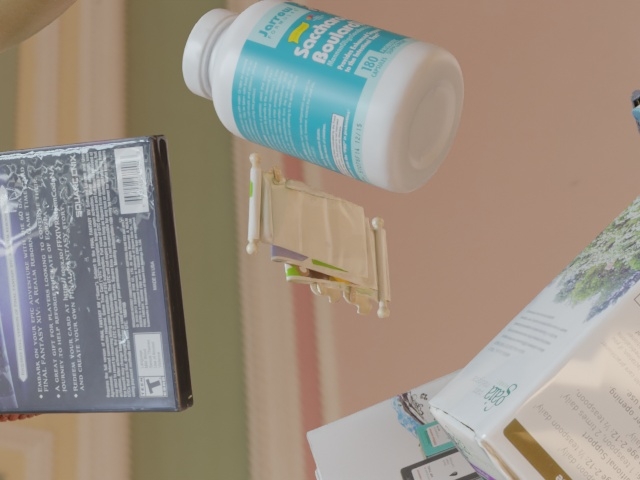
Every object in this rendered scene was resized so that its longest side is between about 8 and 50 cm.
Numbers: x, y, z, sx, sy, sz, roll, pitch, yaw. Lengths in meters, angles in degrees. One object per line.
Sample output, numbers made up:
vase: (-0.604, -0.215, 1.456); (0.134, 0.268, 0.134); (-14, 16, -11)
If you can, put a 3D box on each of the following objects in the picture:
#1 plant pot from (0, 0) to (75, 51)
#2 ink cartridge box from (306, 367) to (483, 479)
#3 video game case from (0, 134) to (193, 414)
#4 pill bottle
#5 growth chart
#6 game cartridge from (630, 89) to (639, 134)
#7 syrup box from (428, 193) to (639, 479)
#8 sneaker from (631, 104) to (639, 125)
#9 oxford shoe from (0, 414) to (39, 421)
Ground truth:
plant pot: (-0.368, -0.338, 1.757); (0.256, 0.274, 0.256); (-1, -88, -40)
ink cartridge box: (0.156, 0.278, 1.644); (0.198, 0.270, 0.197); (63, -174, -51)
video game case: (-0.226, 0.031, 1.135); (0.026, 0.274, 0.196); (-12, -83, -63)
pill bottle: (-0.004, -0.150, 1.496); (0.264, 0.146, 0.146); (21, -149, 27)
growth chart: (0.000, 0.000, 1.984); (0.237, 0.021, 0.172); (25, -127, -27)
game cartridge: (0.340, -0.114, 1.555); (0.056, 0.017, 0.083); (45, -154, -26)
syrup box: (0.169, 0.032, 0.679); (0.237, 0.093, 0.096); (-45, -82, -5)
sneaker: (0.329, -0.098, 1.133); (0.092, 0.228, 0.087); (-48, -61, -7)
oxford shoe: (-0.340, 0.073, 1.374); (0.397, 0.140, 0.146); (1, -147, -41)
